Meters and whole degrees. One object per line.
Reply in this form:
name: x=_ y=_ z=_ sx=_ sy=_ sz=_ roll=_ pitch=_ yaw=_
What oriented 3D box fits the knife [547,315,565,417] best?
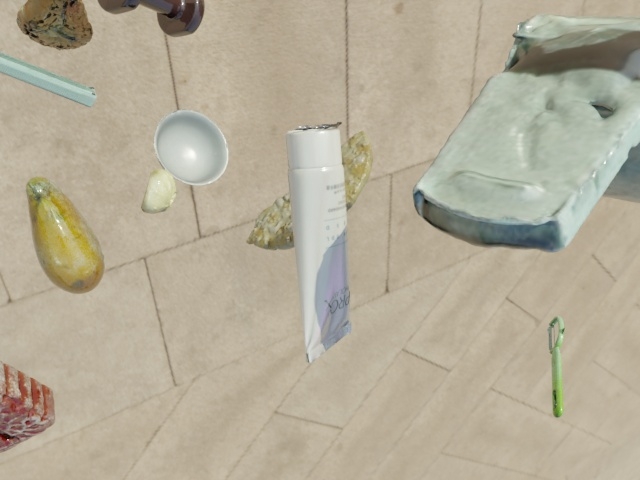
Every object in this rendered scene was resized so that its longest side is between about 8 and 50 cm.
knife: x=0.421 y=0.215 z=1.069 sx=0.015 sy=0.212 sz=0.054 roll=20 pitch=136 yaw=0

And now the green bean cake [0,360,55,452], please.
green bean cake: x=-0.383 y=0.195 z=0.671 sx=0.136 sy=0.056 sz=0.135 roll=-26 pitch=143 yaw=-1

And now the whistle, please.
whistle: x=0.253 y=-0.125 z=0.591 sx=0.405 sy=0.168 sz=0.188 roll=-20 pitch=120 yaw=-45

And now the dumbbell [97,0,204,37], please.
dumbbell: x=-0.380 y=-0.550 z=1.367 sx=0.225 sy=0.140 sz=0.124 roll=-1 pitch=91 yaw=-60

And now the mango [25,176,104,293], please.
mango: x=-0.637 y=-0.011 z=1.486 sx=0.146 sy=0.193 sz=0.316 roll=-26 pitch=117 yaw=-15

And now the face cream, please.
face cream: x=0.000 y=0.000 z=0.642 sx=0.092 sy=0.058 sz=0.243 roll=-23 pitch=112 yaw=-53

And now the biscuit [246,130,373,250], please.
biscuit: x=-0.004 y=-0.067 z=1.054 sx=0.290 sy=0.141 sz=0.038 roll=-40 pitch=130 yaw=2

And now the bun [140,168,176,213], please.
bun: x=-0.284 y=-0.085 z=1.079 sx=0.055 sy=0.086 sz=0.086 roll=15 pitch=109 yaw=-15

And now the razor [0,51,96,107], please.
razor: x=-0.497 y=-0.285 z=0.983 sx=0.056 sy=0.111 sz=0.278 roll=-43 pitch=142 yaw=17

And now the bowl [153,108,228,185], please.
bowl: x=-0.325 y=-0.210 z=1.455 sx=0.189 sy=0.086 sz=0.189 roll=11 pitch=71 yaw=-34

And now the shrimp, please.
shrimp: x=-0.328 y=-0.290 z=0.764 sx=0.091 sy=0.184 sz=0.043 roll=15 pitch=74 yaw=-29
